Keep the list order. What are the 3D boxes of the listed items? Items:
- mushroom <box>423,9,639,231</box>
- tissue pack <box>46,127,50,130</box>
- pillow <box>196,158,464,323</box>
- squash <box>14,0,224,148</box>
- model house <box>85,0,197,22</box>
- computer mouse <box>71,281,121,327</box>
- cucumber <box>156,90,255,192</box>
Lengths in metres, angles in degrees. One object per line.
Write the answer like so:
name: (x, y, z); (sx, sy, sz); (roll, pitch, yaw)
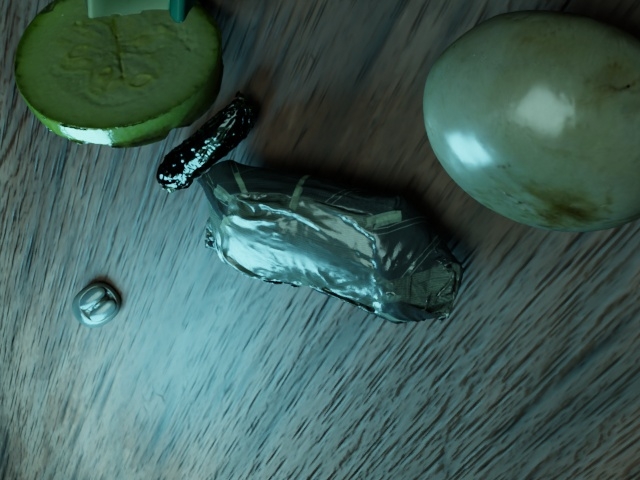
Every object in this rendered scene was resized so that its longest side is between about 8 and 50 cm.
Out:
mushroom: (0.201, -0.106, 0.692); (0.226, 0.178, 0.226); (31, 164, 10)
tissue pack: (-0.246, -0.178, 0.976); (0.170, 0.103, 0.090); (1, 117, 34)
pillow: (0.000, 0.000, 0.937); (0.335, 0.092, 0.161); (13, 131, 26)
squash: (-0.214, -0.195, 0.869); (0.219, 0.219, 0.041); (31, 153, 13)
model house: (-0.169, -0.293, 0.836); (0.127, 0.149, 0.100); (-114, 25, -46)
computer mouse: (-0.352, 0.104, 1.275); (0.096, 0.039, 0.066); (-30, 101, 42)
cucumber: (-0.135, -0.114, 0.981); (0.181, 0.053, 0.053); (-33, 98, 42)
